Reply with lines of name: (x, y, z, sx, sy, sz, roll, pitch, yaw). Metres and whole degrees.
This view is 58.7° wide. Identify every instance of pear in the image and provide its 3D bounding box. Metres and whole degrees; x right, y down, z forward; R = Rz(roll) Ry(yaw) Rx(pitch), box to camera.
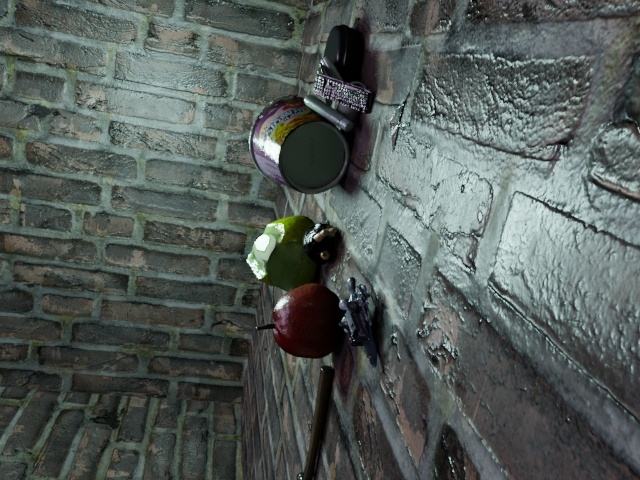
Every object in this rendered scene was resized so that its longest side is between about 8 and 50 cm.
pear: (-0.097, 0.047, 2.125, 0.282, 0.286, 0.176, -57, 35, 6)

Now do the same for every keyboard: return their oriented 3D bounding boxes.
keyboard: (0.065, -0.458, 1.768, 0.231, 0.023, 0.072, 31, 127, 35)

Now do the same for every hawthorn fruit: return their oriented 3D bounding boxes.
hawthorn fruit: (-0.061, 0.247, 1.712, 0.210, 0.266, 0.230, 45, 133, 52)

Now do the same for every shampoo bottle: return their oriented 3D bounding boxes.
shampoo bottle: (0.028, -0.411, 1.842, 0.191, 0.069, 0.041, 41, 105, 30)

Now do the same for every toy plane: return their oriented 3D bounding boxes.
toy plane: (0.095, 0.214, 1.410, 0.246, 0.078, 0.169, -96, 19, -49)

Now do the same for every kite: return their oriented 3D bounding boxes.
kite: (0.196, -0.288, 1.431, 0.152, 0.005, 0.137, -113, 30, -67)

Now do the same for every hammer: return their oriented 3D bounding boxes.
hammer: (-0.017, 0.602, 1.778, 0.168, 0.044, 0.440, -135, 54, -76)

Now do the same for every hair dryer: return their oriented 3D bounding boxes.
hair dryer: (0.068, -0.517, 1.852, 0.236, 0.073, 0.131, 65, 156, 18)

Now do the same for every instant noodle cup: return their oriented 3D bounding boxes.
instant noodle cup: (-0.060, -0.319, 1.964, 0.266, 0.340, 0.340, -130, 49, -63)

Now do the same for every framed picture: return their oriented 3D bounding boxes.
framed picture: (0.014, -0.519, 1.909, 0.183, 0.011, 0.142, -106, 0, -79)

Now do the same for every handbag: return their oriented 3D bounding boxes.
handbag: (0.072, -0.631, 2.030, 0.308, 0.093, 0.253, -103, 22, -58)

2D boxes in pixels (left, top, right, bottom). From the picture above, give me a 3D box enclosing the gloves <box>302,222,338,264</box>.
gloves: (0.000, 0.000, 1.932, 0.203, 0.124, 0.164, 87, 174, -64)
